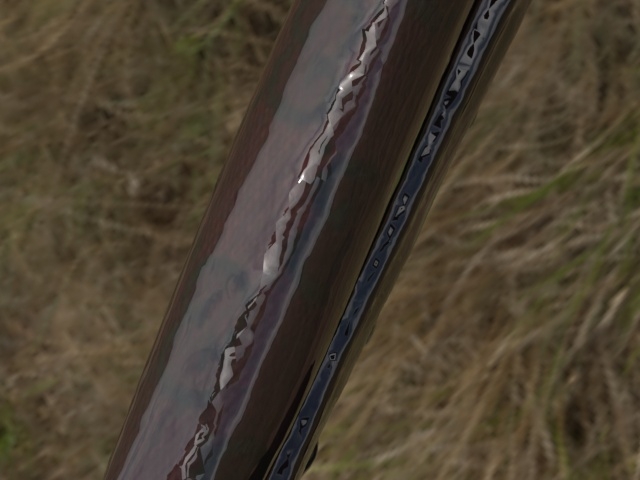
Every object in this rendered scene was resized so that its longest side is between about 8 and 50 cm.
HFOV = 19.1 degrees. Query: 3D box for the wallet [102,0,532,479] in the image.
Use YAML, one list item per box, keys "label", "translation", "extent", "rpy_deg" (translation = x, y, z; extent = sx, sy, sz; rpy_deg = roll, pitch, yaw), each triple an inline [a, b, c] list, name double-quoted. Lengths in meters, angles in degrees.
- label: "wallet"
  translation: [0.000, 0.000, 0.465]
  extent: [0.049, 0.182, 0.229]
  rpy_deg: [24, 91, 2]
